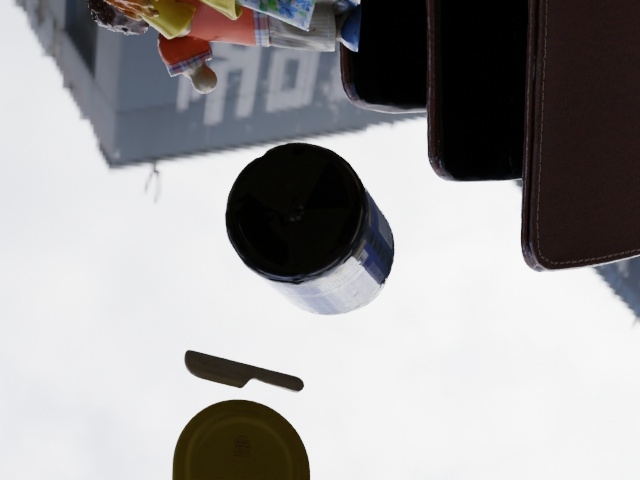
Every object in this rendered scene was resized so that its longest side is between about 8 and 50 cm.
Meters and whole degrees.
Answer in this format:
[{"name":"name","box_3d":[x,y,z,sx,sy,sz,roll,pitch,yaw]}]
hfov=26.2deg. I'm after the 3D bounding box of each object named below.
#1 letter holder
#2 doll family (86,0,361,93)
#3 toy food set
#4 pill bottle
[{"name":"letter holder","box_3d":[0.168,-0.109,0.876,0.152,0.214,0.302,11,-161,43]},{"name":"doll family","box_3d":[-0.058,-0.189,0.615,0.163,0.262,0.118,4,-164,2]},{"name":"toy food set","box_3d":[-0.078,0.218,1.234,0.128,0.071,0.217,9,-114,-19]},{"name":"pill bottle","box_3d":[0.000,0.000,1.228,0.123,0.219,0.122,-3,-104,11]}]
